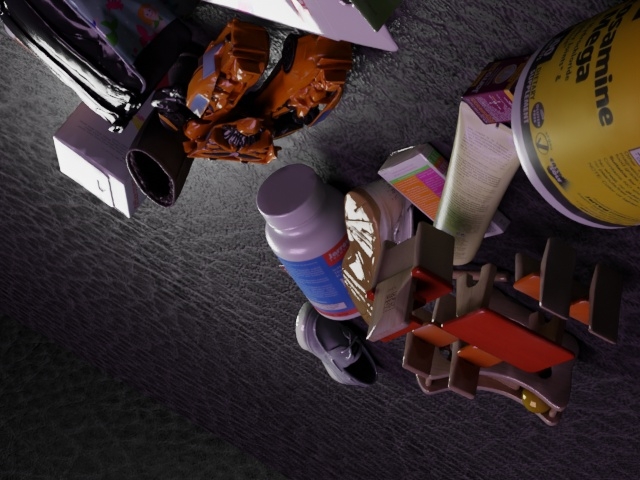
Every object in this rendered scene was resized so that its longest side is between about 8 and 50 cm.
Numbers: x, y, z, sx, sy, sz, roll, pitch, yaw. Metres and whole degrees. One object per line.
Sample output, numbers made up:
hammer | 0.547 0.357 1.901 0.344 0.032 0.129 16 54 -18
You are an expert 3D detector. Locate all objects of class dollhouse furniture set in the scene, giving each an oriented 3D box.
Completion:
dollhouse furniture set | 0.182 0.097 1.896 0.259 0.135 0.262 27 147 -27

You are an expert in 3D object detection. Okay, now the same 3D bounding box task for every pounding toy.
pounding toy | 0.212 0.135 2.108 0.269 0.154 0.155 32 160 12

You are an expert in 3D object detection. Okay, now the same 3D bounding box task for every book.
book | 0.151 -0.055 1.961 0.144 0.035 0.096 43 156 -16

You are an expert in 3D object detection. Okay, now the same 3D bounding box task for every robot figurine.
robot figurine | -0.080 -0.167 1.895 0.211 0.085 0.291 4 159 -19

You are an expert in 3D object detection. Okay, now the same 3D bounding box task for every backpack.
backpack | -0.278 -0.285 1.925 0.253 0.191 0.225 37 161 -7

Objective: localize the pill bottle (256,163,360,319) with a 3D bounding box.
pill bottle | 0.000 0.000 2.206 0.124 0.124 0.221 19 155 41

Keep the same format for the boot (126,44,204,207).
boot | -0.166 -0.124 2.074 0.076 0.208 0.189 -18 133 26

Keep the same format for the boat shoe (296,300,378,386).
boat shoe | 0.034 0.171 2.630 0.081 0.079 0.227 12 156 32

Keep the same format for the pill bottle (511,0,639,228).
pill bottle | 0.310 -0.121 1.302 0.188 0.188 0.334 41 160 -12

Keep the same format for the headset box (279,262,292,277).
headset box | -0.019 0.024 2.387 0.032 0.062 0.083 46 159 -23

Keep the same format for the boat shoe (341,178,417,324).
boat shoe | 0.091 0.018 2.099 0.098 0.096 0.277 49 157 28

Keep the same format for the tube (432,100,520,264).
tube | 0.178 -0.062 1.850 0.070 0.062 0.240 -4 146 -11

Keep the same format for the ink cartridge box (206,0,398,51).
ink cartridge box | -0.060 -0.322 1.574 0.353 0.119 0.207 22 157 37

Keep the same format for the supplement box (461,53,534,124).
supplement box | 0.192 -0.152 1.631 0.043 0.055 0.083 46 158 -21

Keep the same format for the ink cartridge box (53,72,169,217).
ink cartridge box | -0.265 -0.149 2.239 0.127 0.176 0.128 33 160 10

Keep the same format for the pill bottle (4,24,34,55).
pill bottle | -0.336 -0.287 2.127 0.216 0.121 0.121 39 161 -7

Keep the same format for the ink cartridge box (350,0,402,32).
ink cartridge box | 0.090 -0.277 1.283 0.109 0.209 0.062 48 160 -30
